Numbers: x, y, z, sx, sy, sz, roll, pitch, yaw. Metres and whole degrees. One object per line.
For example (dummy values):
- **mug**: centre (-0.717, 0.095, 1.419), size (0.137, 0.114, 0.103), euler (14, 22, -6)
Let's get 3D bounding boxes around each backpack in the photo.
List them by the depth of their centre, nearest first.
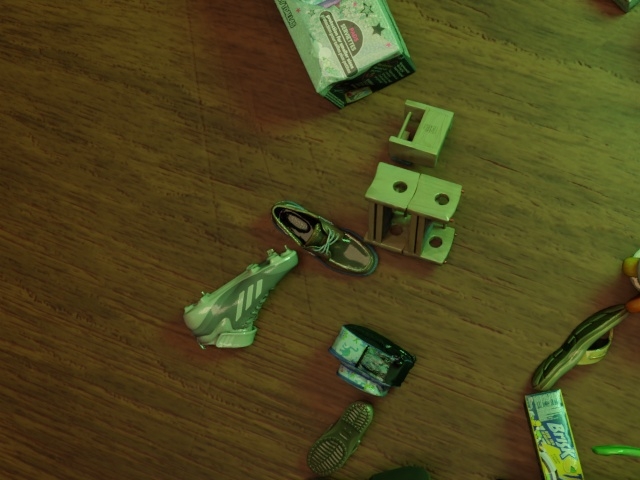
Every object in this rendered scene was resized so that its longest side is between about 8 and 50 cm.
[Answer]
- **backpack**: centre (0.068, 0.177, 1.574), size (0.114, 0.105, 0.084), euler (31, 93, 17)

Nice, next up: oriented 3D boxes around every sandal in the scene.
- **sandal**: centre (0.379, 0.158, 1.531), size (0.049, 0.072, 0.180), euler (43, 98, -5)

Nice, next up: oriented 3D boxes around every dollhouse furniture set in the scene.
- **dollhouse furniture set**: centre (0.156, -0.084, 1.580), size (0.129, 0.129, 0.183), euler (18, 61, 12)

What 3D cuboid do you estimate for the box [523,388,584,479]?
- **box**: centre (0.334, 0.302, 1.513), size (0.054, 0.059, 0.169), euler (-12, 70, 4)

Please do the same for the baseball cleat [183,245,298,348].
- **baseball cleat**: centre (-0.107, 0.096, 1.644), size (0.206, 0.072, 0.109), euler (-30, 97, 11)

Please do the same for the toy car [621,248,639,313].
- **toy car**: centre (0.507, 0.072, 1.460), size (0.182, 0.159, 0.136), euler (0, 88, 11)

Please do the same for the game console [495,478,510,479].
- **game console**: centre (0.381, 0.494, 1.523), size (0.361, 0.044, 0.213), euler (19, 91, 12)

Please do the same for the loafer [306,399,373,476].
- **loafer**: centre (0.036, 0.297, 1.605), size (0.056, 0.050, 0.148), euler (45, 112, 13)

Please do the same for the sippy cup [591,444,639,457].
- **sippy cup**: centre (0.366, 0.436, 1.377), size (0.224, 0.240, 0.305), euler (9, 50, 7)

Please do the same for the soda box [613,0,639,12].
- **soda box**: centre (0.499, -0.433, 1.535), size (0.216, 0.069, 0.074), euler (-43, 80, 7)

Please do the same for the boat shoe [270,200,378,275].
- **boat shoe**: centre (0.000, 0.000, 1.617), size (0.183, 0.066, 0.066), euler (27, 93, 12)

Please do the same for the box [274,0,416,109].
- **box**: centre (0.023, -0.344, 1.581), size (0.142, 0.163, 0.247), euler (-26, 82, 11)

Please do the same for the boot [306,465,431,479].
- **boot**: centre (0.034, 0.419, 1.573), size (0.305, 0.112, 0.115), euler (-12, 120, 22)
